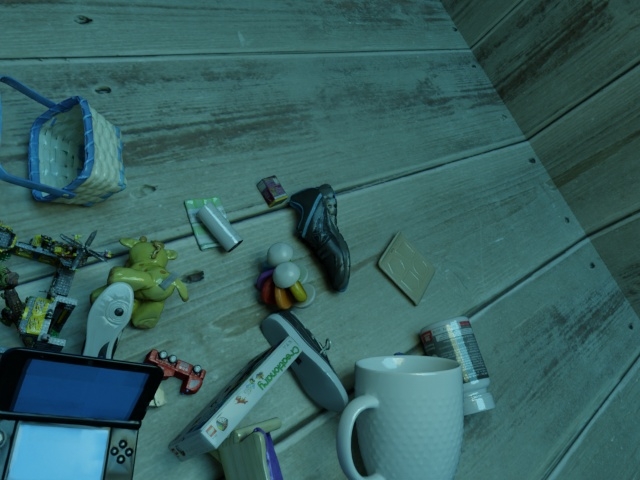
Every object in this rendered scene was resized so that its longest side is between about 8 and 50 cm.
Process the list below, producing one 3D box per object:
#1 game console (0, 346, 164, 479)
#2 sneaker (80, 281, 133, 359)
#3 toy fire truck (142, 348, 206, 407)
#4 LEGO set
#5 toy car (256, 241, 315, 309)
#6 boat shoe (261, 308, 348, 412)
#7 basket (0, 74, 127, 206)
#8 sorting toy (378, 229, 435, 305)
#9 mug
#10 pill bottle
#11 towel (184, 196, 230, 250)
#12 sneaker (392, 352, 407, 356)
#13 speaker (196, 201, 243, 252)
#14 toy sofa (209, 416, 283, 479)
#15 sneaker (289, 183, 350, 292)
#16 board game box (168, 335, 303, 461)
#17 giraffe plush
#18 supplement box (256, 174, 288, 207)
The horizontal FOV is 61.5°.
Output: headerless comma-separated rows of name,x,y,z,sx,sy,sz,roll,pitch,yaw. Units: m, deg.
game console,-0.469,0.360,1.007,0.293,0.173,0.250,16,56,-29
sneaker,-0.460,0.189,1.135,0.079,0.121,0.216,21,79,-23
toy fire truck,-0.361,0.319,1.198,0.192,0.047,0.135,29,51,-21
LEGO set,-0.586,0.093,1.060,0.255,0.192,0.331,27,51,-22
toy car,-0.105,0.109,1.456,0.159,0.136,0.182,57,7,-43
boat shoe,-0.024,0.306,1.417,0.306,0.113,0.105,45,39,14
basket,-0.590,-0.203,1.204,0.289,0.201,0.254,35,39,-59
sorting toy,0.293,0.093,1.831,0.208,0.038,0.193,48,47,-10
mug,0.189,0.477,1.346,0.374,0.276,0.327,2,85,-40
pill bottle,0.425,0.392,1.666,0.161,0.161,0.283,1,64,-36
towel,-0.300,-0.050,1.475,0.113,0.023,0.152,-10,71,-41
sneaker,0.245,0.434,1.565,0.087,0.083,0.221,3,61,-30
speaker,-0.270,-0.036,1.438,0.136,0.055,0.055,50,46,1
toy sofa,-0.100,0.572,1.136,0.150,0.177,0.362,8,58,-55
sneaker,0.000,0.000,1.631,0.140,0.125,0.340,-11,72,-12
board game box,-0.187,0.351,1.209,0.053,0.193,0.305,49,47,-2
giraffe plush,-0.409,0.074,1.237,0.181,0.210,0.170,52,11,-43
supplement box,-0.146,-0.149,1.634,0.055,0.043,0.083,-25,82,-43
